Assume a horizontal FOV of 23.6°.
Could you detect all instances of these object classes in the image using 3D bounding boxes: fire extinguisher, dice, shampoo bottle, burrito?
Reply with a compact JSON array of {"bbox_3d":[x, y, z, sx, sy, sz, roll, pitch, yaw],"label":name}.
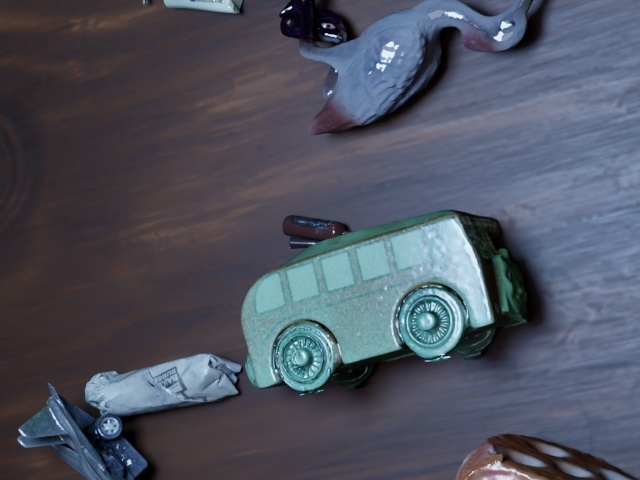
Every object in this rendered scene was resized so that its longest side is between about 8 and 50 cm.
[{"bbox_3d":[-0.001,-0.005,1.702,0.100,0.046,0.032,10,106,30],"label":"fire extinguisher"},{"bbox_3d":[0.218,0.299,1.499,0.175,0.179,0.174,20,97,23],"label":"dice"},{"bbox_3d":[-0.153,-0.294,1.804,0.141,0.034,0.049,7,99,30],"label":"shampoo bottle"},{"bbox_3d":[-0.190,0.171,1.794,0.203,0.064,0.064,-11,83,28],"label":"burrito"}]

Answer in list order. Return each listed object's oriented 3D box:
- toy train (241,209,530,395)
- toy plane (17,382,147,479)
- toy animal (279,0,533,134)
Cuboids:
[{"bbox_3d":[0.057,0.071,1.622,0.326,0.129,0.159,-18,77,26],"label":"toy train"},{"bbox_3d":[-0.231,0.281,1.798,0.267,0.212,0.088,40,66,6],"label":"toy plane"},{"bbox_3d":[0.085,-0.207,1.635,0.324,0.090,0.195,4,91,31],"label":"toy animal"}]
